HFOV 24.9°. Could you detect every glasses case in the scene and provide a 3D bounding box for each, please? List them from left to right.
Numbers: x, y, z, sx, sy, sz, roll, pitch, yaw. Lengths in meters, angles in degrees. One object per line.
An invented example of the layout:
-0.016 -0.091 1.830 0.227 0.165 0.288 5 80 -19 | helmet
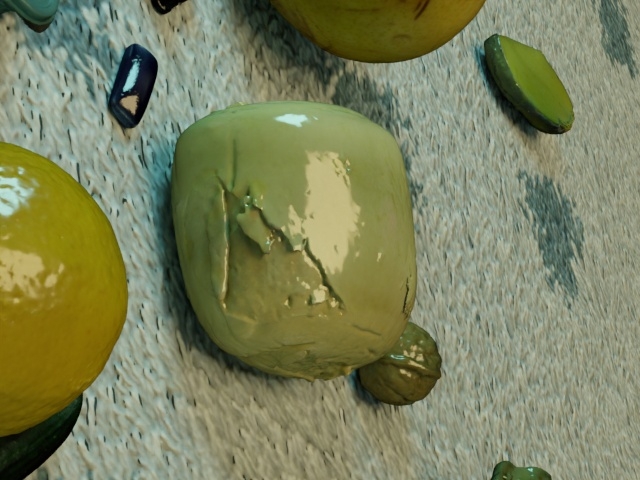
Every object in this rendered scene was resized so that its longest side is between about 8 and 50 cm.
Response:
-0.156 -0.134 1.232 0.033 0.023 0.083 49 35 -36 | glasses case

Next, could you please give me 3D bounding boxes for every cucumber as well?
-0.222 0.150 0.922 0.056 0.056 0.284 64 29 -13 | cucumber

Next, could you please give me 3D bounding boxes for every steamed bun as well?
0.000 0.000 1.275 0.273 0.166 0.232 21 54 -54 | steamed bun

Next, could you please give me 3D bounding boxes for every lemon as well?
-0.217 0.028 0.871 0.244 0.186 0.187 18 58 -53 | lemon

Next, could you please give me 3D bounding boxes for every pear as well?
0.055 -0.313 1.458 0.280 0.280 0.281 37 44 -46 | pear

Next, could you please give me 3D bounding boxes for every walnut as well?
0.078 0.121 1.431 0.092 0.092 0.092 37 44 -46 | walnut

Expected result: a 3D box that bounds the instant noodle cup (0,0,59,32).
-0.264 -0.249 1.069 0.179 0.070 0.157 44 37 -39 | instant noodle cup

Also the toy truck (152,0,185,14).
-0.126 -0.250 1.327 0.054 0.049 0.083 59 32 -18 | toy truck

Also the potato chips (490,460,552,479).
0.251 0.423 1.393 0.389 0.097 0.373 -87 157 -55 | potato chips

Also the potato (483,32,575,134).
0.279 -0.214 2.001 0.198 0.054 0.119 27 51 -46 | potato
